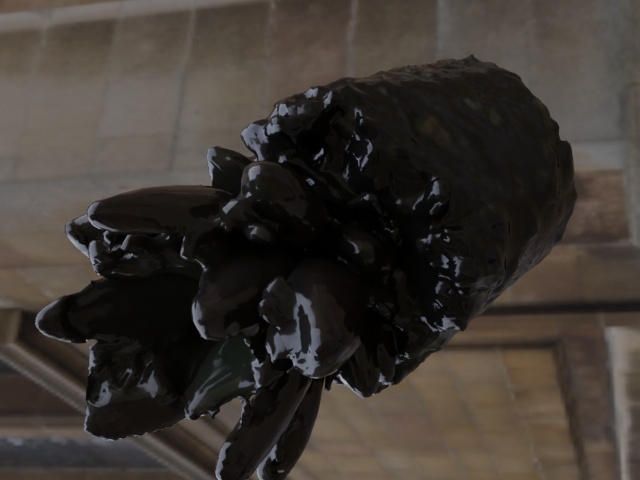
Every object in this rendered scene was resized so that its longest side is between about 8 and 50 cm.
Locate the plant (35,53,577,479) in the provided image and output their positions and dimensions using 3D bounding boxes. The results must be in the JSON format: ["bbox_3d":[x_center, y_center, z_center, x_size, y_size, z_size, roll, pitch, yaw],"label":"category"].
[{"bbox_3d":[0.000,0.000,0.652,0.321,0.194,0.181,-29,-17,-40],"label":"plant"}]
